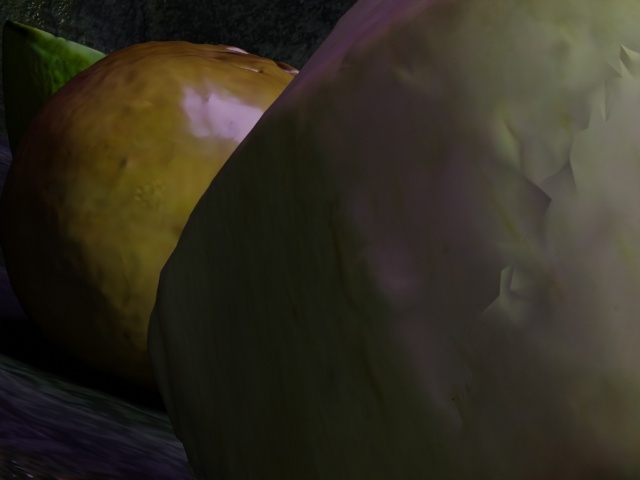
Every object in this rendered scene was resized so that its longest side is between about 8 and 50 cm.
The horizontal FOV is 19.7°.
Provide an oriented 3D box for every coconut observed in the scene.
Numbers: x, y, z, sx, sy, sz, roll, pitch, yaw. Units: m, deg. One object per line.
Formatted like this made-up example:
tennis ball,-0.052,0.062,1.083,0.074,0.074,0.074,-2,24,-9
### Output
coconut,0.127,0.021,0.524,0.353,0.352,0.352,21,2,-1

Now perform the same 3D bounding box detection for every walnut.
walnut,-0.075,-0.018,0.999,0.203,0.203,0.298,20,9,-20

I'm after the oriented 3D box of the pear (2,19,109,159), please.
pear,-0.098,-0.028,1.480,0.399,0.165,0.399,21,1,-1
